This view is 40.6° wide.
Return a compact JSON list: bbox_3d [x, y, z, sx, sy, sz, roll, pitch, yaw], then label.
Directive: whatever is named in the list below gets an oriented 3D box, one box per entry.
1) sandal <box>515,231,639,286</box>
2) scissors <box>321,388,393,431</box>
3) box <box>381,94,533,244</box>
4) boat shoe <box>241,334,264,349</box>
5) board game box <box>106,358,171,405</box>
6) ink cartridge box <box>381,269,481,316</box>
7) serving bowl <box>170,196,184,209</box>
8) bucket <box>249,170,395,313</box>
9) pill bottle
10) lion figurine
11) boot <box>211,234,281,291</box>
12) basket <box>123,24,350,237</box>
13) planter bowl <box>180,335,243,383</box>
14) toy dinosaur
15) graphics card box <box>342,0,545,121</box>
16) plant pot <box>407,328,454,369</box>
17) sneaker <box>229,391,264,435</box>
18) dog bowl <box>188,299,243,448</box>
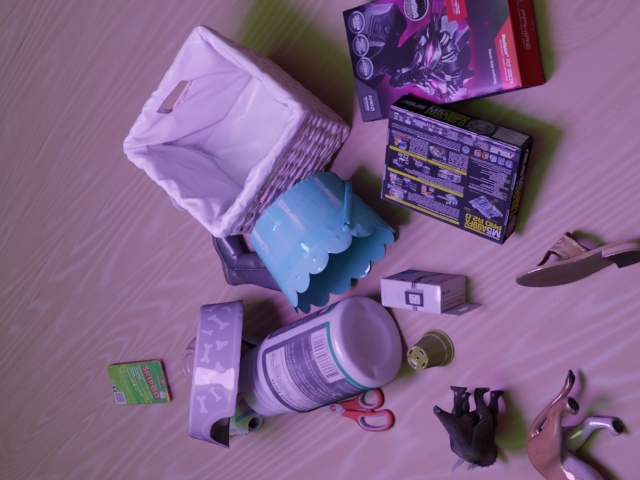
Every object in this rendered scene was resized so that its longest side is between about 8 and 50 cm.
[{"bbox_3d":[0.467,0.019,1.567,0.240,0.088,0.079,-18,57,35],"label":"sandal"},{"bbox_3d":[0.046,0.405,2.037,0.297,0.021,0.109,-17,91,40],"label":"scissors"},{"bbox_3d":[0.251,-0.135,1.642,0.270,0.060,0.216,23,132,25],"label":"box"},{"bbox_3d":[-0.153,0.266,2.160,0.125,0.046,0.038,14,105,29],"label":"boat shoe"},{"bbox_3d":[-0.524,0.413,2.516,0.259,0.039,0.124,-12,93,44],"label":"board game box"},{"bbox_3d":[0.225,0.104,1.757,0.180,0.104,0.060,5,103,39],"label":"ink cartridge box"},{"bbox_3d":[-0.354,-0.121,2.245,0.083,0.027,0.083,12,109,38],"label":"serving bowl"},{"bbox_3d":[0.000,0.000,1.818,0.183,0.281,0.281,51,128,17],"label":"bucket"},{"bbox_3d":[-0.011,0.269,1.932,0.361,0.204,0.204,-28,82,41],"label":"pill bottle"},{"bbox_3d":[0.485,0.464,1.625,0.240,0.142,0.392,-46,56,45],"label":"lion figurine"},{"bbox_3d":[-0.158,0.036,2.086,0.208,0.076,0.190,2,116,47],"label":"boot"},{"bbox_3d":[-0.175,-0.223,1.852,0.331,0.266,0.328,41,105,20],"label":"basket"},{"bbox_3d":[-0.295,0.315,2.248,0.162,0.109,0.162,11,108,39],"label":"planter bowl"},{"bbox_3d":[0.299,0.371,1.696,0.121,0.313,0.160,-4,74,15],"label":"toy dinosaur"},{"bbox_3d":[0.224,-0.371,1.649,0.370,0.094,0.233,-5,98,42],"label":"graphics card box"},{"bbox_3d":[0.222,0.235,1.808,0.083,0.079,0.083,11,108,39],"label":"plant pot"},{"bbox_3d":[-0.212,0.466,2.231,0.092,0.087,0.229,52,130,16],"label":"sneaker"},{"bbox_3d":[-0.246,0.307,2.025,0.102,0.349,0.349,6,110,-6],"label":"dog bowl"}]
